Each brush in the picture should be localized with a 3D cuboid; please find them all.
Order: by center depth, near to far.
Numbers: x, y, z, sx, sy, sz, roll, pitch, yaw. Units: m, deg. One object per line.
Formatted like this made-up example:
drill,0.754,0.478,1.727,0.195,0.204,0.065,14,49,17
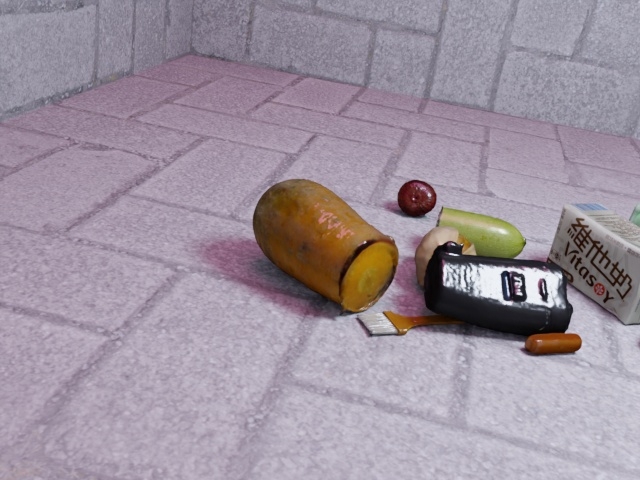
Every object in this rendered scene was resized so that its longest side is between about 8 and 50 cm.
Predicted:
brush,0.238,0.179,1.607,0.314,0.017,0.090,0,26,-21

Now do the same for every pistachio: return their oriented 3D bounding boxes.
pistachio,0.308,0.044,1.787,0.157,0.157,0.229,14,22,11

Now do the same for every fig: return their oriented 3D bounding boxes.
fig,0.287,-0.118,2.205,0.119,0.153,0.119,4,66,-10

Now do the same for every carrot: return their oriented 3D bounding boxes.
carrot,0.000,0.000,1.668,0.224,0.224,0.340,-14,36,-40

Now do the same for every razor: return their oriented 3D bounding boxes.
razor,0.399,0.113,1.624,0.326,0.107,0.189,11,58,-9

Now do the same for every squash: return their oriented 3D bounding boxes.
squash,0.427,-0.006,1.939,0.246,0.133,0.132,14,25,9

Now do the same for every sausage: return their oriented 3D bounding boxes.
sausage,0.505,0.224,1.567,0.131,0.039,0.041,0,33,-17

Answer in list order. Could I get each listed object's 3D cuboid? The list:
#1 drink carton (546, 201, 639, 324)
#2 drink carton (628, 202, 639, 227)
drink carton,0.739,0.049,1.841,0.131,0.194,0.324,-4,27,-22
drink carton,1.019,-0.016,2.159,0.144,0.146,0.142,1,34,-15
